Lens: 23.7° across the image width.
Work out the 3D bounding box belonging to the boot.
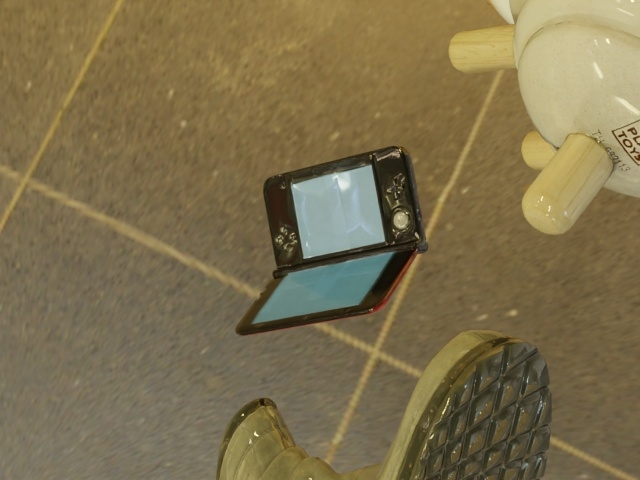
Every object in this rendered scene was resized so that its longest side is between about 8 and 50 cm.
[{"bbox_3d":[0.006,0.120,0.708,0.083,0.161,0.247,-9,125,-38],"label":"boot"}]

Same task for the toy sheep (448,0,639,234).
[{"bbox_3d":[0.080,-0.050,0.333,0.091,0.091,0.132,35,69,-4],"label":"toy sheep"}]

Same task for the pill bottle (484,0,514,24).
[{"bbox_3d":[0.129,-0.174,0.832,0.117,0.208,0.118,-6,118,-12],"label":"pill bottle"}]

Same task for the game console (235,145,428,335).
[{"bbox_3d":[0.000,0.000,1.169,0.085,0.144,0.124,-7,86,-54],"label":"game console"}]
